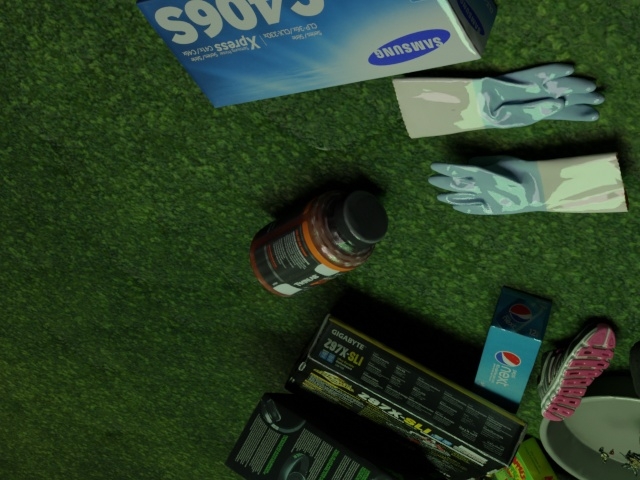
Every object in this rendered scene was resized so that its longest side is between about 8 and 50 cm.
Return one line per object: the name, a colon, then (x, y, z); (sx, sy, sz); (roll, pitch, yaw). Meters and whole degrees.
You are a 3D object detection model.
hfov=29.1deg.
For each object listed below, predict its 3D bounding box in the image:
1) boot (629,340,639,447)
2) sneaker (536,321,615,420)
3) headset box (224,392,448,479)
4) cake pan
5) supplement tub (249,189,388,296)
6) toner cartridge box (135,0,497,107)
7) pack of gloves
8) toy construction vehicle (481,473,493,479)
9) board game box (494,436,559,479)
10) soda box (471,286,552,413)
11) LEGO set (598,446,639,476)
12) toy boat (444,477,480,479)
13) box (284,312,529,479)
boot: (0.469, 0.214, 1.512); (0.083, 0.246, 0.161); (0, 162, -30)
sneaker: (0.336, 0.163, 1.661); (0.063, 0.075, 0.170); (6, 129, -21)
headset box: (0.040, 0.363, 1.888); (0.283, 0.131, 0.246); (30, -177, 24)
cake pan: (0.463, 0.285, 1.763); (0.293, 0.054, 0.293); (16, 146, 11)
supplement tub: (0.000, 0.000, 1.590); (0.106, 0.106, 0.198); (37, 144, -20)
toner cartridge box: (-0.009, -0.243, 1.285); (0.348, 0.075, 0.165); (-6, 138, 36)
pack of gloves: (0.216, -0.117, 1.376); (0.232, 0.046, 0.195); (-1, 128, 27)
toy construction vehicle: (0.261, 0.348, 1.916); (0.035, 0.098, 0.086); (32, 160, 1)
board game box: (0.342, 0.407, 1.917); (0.181, 0.043, 0.092); (61, 150, 17)
soda box: (0.259, 0.154, 1.687); (0.071, 0.067, 0.210); (17, 147, 9)
LEGO set: (0.436, 0.307, 1.746); (0.083, 0.023, 0.054); (23, 146, 24)
toy boat: (0.218, 0.433, 2.064); (0.151, 0.151, 0.231); (4, 155, -27)
box: (0.115, 0.241, 1.811); (0.322, 0.079, 0.257); (29, 159, 0)
